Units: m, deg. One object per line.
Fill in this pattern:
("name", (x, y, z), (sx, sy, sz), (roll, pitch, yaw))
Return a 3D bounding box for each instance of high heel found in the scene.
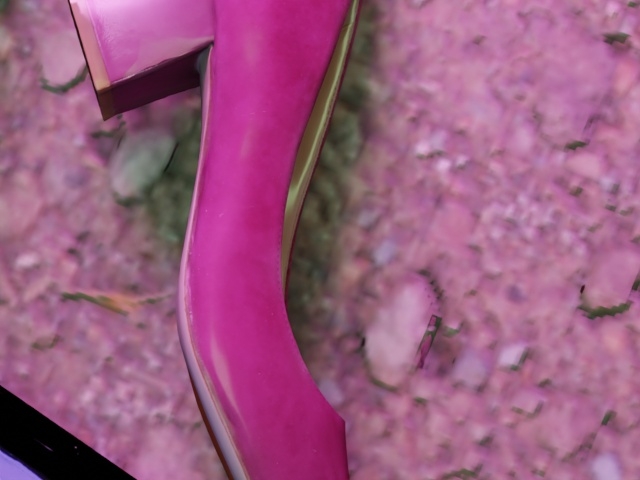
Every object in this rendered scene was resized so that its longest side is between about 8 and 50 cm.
("high heel", (0.000, 0.000, 0.695), (0.117, 0.082, 0.244), (-18, 78, -6))

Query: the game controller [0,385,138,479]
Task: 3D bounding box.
("game controller", (-0.157, 0.081, 0.639), (0.319, 0.166, 0.067), (32, 110, 15))
